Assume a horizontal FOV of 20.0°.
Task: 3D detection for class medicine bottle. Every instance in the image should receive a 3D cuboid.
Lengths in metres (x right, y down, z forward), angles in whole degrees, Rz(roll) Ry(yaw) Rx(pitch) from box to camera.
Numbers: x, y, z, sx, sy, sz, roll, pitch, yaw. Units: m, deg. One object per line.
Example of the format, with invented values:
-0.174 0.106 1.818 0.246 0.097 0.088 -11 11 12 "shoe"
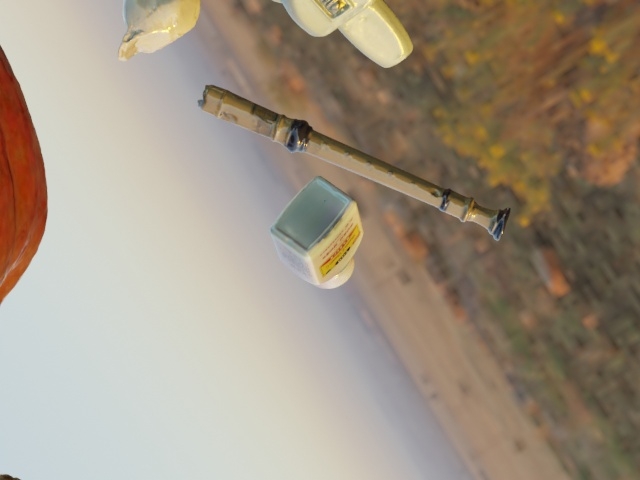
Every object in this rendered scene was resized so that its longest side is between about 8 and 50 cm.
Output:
0.000 0.000 1.699 0.055 0.074 0.118 35 164 20 "medicine bottle"

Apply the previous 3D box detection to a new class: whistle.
0.002 -0.258 1.728 0.102 0.106 0.253 -12 134 44 "whistle"

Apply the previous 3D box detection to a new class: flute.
0.023 -0.057 1.272 0.233 0.027 0.027 24 177 1 "flute"

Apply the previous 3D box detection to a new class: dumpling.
-0.105 -0.149 1.206 0.057 0.052 0.076 66 -150 -68 "dumpling"

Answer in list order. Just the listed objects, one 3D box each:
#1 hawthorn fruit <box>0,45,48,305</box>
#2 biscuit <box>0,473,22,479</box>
-0.300 -0.043 1.172 0.258 0.258 0.262 -124 27 -57 "hawthorn fruit"
-0.236 0.265 1.590 0.168 0.082 0.070 31 147 -10 "biscuit"
